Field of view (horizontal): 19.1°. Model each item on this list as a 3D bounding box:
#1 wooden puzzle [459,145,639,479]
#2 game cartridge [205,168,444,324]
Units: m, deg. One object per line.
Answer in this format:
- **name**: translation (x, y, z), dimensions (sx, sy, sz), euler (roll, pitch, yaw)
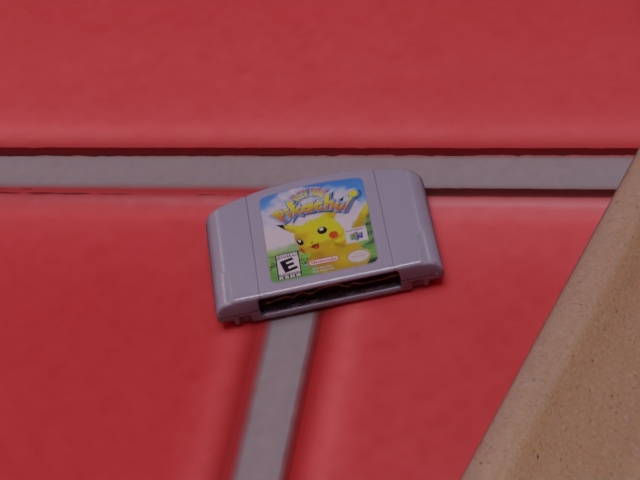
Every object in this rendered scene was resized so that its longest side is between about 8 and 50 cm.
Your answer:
- **wooden puzzle**: translation (0.221, 0.100, 0.519), dimensions (0.348, 0.080, 0.322), euler (19, 55, 21)
- **game cartridge**: translation (0.000, 0.000, 0.696), dimensions (0.083, 0.017, 0.056), euler (-12, 43, 1)
